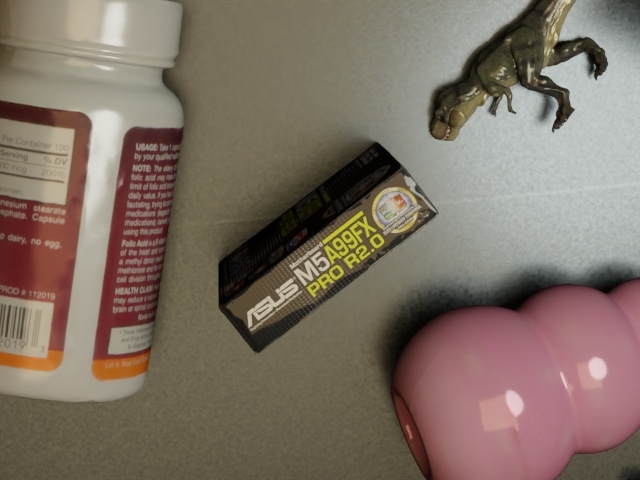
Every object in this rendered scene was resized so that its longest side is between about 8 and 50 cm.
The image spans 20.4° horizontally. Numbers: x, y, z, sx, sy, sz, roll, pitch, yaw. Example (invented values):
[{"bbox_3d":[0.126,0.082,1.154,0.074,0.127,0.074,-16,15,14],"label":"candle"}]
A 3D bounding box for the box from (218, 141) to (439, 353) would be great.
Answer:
[{"bbox_3d":[0.000,0.000,1.751,0.216,0.270,0.060,-38,99,3],"label":"box"}]

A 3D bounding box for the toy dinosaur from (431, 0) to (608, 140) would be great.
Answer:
[{"bbox_3d":[0.231,-0.189,1.845,0.118,0.064,0.268,40,91,0],"label":"toy dinosaur"}]

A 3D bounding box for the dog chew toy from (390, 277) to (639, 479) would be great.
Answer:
[{"bbox_3d":[0.244,0.138,1.825,0.332,0.206,0.206,-21,98,-8],"label":"dog chew toy"}]

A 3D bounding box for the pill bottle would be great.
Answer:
[{"bbox_3d":[-0.255,-0.054,1.755,0.224,0.224,0.392,9,97,-4],"label":"pill bottle"}]
